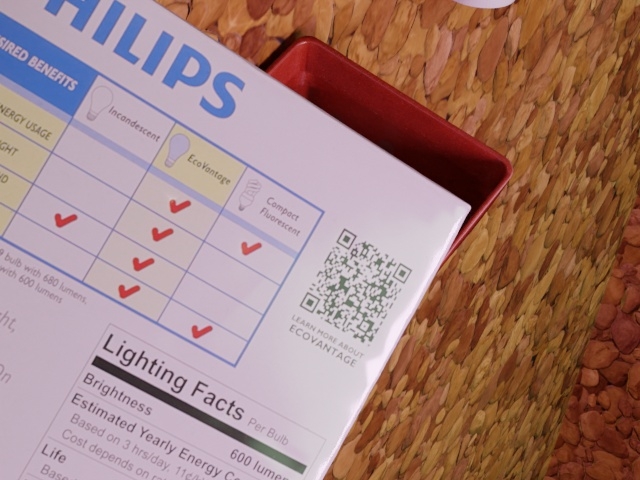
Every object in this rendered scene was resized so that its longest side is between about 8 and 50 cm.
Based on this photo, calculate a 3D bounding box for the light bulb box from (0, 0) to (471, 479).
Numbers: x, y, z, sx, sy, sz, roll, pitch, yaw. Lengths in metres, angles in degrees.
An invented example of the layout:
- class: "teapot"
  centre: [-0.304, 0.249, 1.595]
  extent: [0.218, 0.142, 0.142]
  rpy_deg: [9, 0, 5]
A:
- class: "light bulb box"
  centre: [-0.158, 0.037, 0.912]
  extent: [0.361, 0.358, 0.225]
  rpy_deg: [-60, -159, -5]

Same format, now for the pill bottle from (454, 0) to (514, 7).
- class: "pill bottle"
  centre: [0.200, -0.389, 1.557]
  extent: [0.121, 0.121, 0.221]
  rpy_deg: [-38, 147, -45]

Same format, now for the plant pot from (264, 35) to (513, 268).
- class: "plant pot"
  centre: [0.000, 0.000, 1.417]
  extent: [0.267, 0.267, 0.235]
  rpy_deg: [-49, 166, -30]
